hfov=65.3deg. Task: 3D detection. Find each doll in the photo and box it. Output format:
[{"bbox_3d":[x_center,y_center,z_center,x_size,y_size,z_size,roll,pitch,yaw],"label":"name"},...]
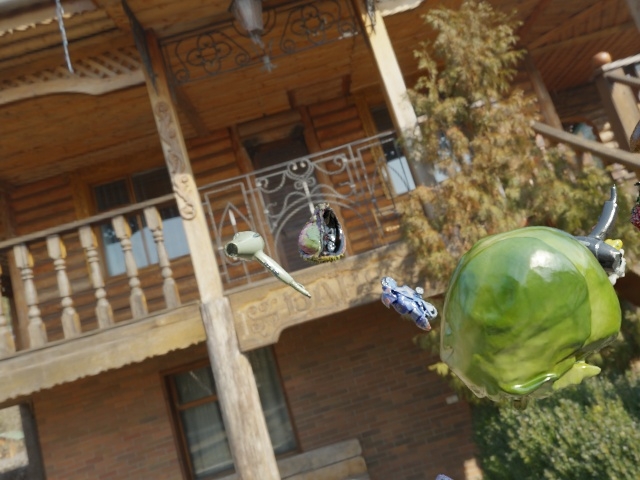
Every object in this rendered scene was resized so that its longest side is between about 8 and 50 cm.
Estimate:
[{"bbox_3d":[0.810,0.065,1.389,0.113,0.135,0.071,28,-24,-30],"label":"doll"}]

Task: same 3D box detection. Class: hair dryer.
[{"bbox_3d":[0.691,-0.038,1.294,0.271,0.091,0.235,-48,37,-18],"label":"hair dryer"},{"bbox_3d":[-0.117,0.053,1.016,0.067,0.199,0.167,-50,-18,10],"label":"hair dryer"}]

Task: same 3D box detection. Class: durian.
[{"bbox_3d":[-0.003,0.001,1.344,0.108,0.186,0.119,-23,-38,33],"label":"durian"}]

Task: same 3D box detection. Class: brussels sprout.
[{"bbox_3d":[0.395,0.134,1.004,0.371,0.315,0.276,-39,15,-5],"label":"brussels sprout"}]

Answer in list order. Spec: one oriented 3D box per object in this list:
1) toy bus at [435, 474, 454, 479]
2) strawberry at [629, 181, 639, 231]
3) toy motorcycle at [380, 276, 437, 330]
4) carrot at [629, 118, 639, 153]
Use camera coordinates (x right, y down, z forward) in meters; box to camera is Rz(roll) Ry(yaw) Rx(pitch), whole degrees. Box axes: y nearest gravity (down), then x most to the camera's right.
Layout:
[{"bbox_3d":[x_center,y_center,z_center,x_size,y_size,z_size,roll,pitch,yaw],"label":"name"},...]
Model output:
[{"bbox_3d":[0.301,0.620,1.178,0.087,0.098,0.178,21,-27,28],"label":"toy bus"},{"bbox_3d":[0.680,-0.049,0.954,0.140,0.192,0.085,14,-31,6],"label":"strawberry"},{"bbox_3d":[0.262,0.189,1.533,0.114,0.205,0.076,-43,-15,-51],"label":"toy motorcycle"},{"bbox_3d":[0.595,-0.252,0.858,0.048,0.216,0.048,12,22,-5],"label":"carrot"}]
